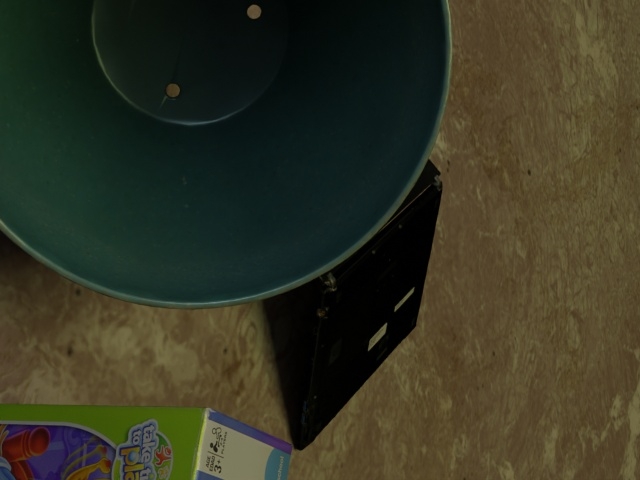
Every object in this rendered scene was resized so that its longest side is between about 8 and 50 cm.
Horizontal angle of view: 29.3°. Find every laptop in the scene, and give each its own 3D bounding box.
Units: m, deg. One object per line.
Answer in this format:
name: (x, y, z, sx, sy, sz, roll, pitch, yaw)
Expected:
laptop: (0.000, 0.000, 1.071, 0.234, 0.136, 0.264, -40, 145, -51)

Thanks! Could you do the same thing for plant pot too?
plant pot: (-0.080, -0.125, 0.764, 0.195, 0.290, 0.290, -113, -173, -73)

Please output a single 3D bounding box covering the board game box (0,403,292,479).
board game box: (-0.156, 0.256, 0.598, 0.078, 0.233, 0.347, 36, 57, -51)
